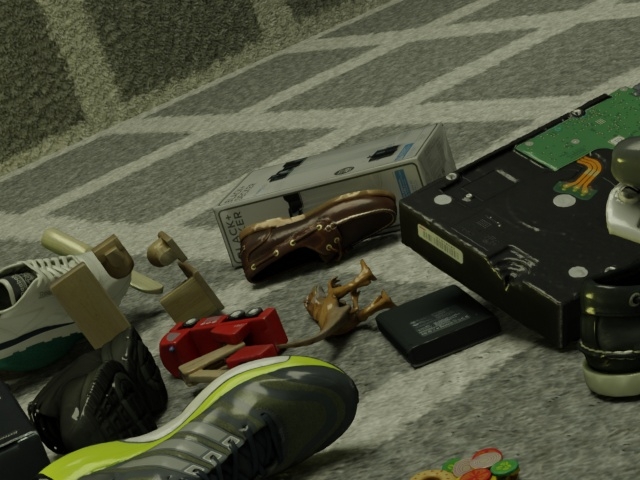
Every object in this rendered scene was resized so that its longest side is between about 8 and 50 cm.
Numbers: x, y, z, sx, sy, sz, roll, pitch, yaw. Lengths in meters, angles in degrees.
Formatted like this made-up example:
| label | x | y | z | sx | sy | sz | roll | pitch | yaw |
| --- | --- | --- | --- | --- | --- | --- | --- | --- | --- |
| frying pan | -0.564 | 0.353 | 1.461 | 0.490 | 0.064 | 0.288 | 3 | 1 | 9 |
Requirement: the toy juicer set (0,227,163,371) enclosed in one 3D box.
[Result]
| label | x | y | z | sx | sy | sz | roll | pitch | yaw |
| --- | --- | --- | --- | --- | --- | --- | --- | --- | --- |
| toy juicer set | -0.387 | 0.087 | 1.928 | 0.329 | 0.089 | 0.209 | -24 | 47 | -25 |

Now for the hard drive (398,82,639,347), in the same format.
| label | x | y | z | sx | sy | sz | roll | pitch | yaw |
| --- | --- | --- | --- | --- | --- | --- | --- | --- | --- |
| hard drive | 0.279 | -0.037 | 1.518 | 0.339 | 0.064 | 0.237 | -29 | 41 | -27 |

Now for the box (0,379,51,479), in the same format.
| label | x | y | z | sx | sy | sz | roll | pitch | yaw |
| --- | --- | --- | --- | --- | --- | --- | --- | --- | --- |
| box | -0.329 | 0.226 | 1.411 | 0.153 | 0.108 | 0.207 | -23 | 16 | -14 |

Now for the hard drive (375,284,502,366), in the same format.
| label | x | y | z | sx | sy | sz | roll | pitch | yaw |
| --- | --- | --- | --- | --- | --- | --- | --- | --- | --- |
| hard drive | 0.115 | 0.083 | 1.528 | 0.094 | 0.022 | 0.135 | -21 | 16 | -7 |

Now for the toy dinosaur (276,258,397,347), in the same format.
| label | x | y | z | sx | sy | sz | roll | pitch | yaw |
| --- | --- | --- | --- | --- | --- | --- | --- | --- | --- |
| toy dinosaur | 0.019 | 0.081 | 1.614 | 0.112 | 0.064 | 0.211 | -37 | 5 | 5 |

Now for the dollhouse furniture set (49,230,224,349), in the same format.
| label | x | y | z | sx | sy | sz | roll | pitch | yaw |
| --- | --- | --- | --- | --- | --- | --- | --- | --- | --- |
| dollhouse furniture set | -0.227 | 0.061 | 1.843 | 0.151 | 0.144 | 0.123 | -37 | 13 | -7 |

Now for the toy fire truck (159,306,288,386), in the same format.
| label | x | y | z | sx | sy | sz | roll | pitch | yaw |
| --- | --- | --- | --- | --- | --- | --- | --- | --- | --- |
| toy fire truck | -0.104 | 0.122 | 1.611 | 0.192 | 0.047 | 0.135 | -10 | 19 | 32 |

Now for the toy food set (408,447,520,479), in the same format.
| label | x | y | z | sx | sy | sz | roll | pitch | yaw |
| --- | --- | --- | --- | --- | --- | --- | --- | --- | --- |
| toy food set | 0.113 | 0.186 | 1.178 | 0.083 | 0.020 | 0.083 | -26 | 16 | -23 |

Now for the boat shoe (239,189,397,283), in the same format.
| label | x | y | z | sx | sy | sz | roll | pitch | yaw |
| --- | --- | --- | --- | --- | --- | --- | --- | --- | --- |
| boat shoe | 0.000 | 0.000 | 1.887 | 0.207 | 0.073 | 0.073 | -19 | 53 | 12 |

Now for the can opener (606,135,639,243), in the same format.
| label | x | y | z | sx | sy | sz | roll | pitch | yaw |
| --- | --- | --- | --- | --- | --- | --- | --- | --- | --- |
| can opener | 0.357 | -0.007 | 1.192 | 0.283 | 0.095 | 0.076 | 19 | 57 | 24 |

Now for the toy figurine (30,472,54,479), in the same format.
| label | x | y | z | sx | sy | sz | roll | pitch | yaw |
| --- | --- | --- | --- | --- | --- | --- | --- | --- | --- |
| toy figurine | -0.156 | 0.253 | 0.919 | 0.210 | 0.213 | 0.148 | -2 | 10 | 35 |

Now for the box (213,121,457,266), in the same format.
| label | x | y | z | sx | sy | sz | roll | pitch | yaw |
| --- | --- | --- | --- | --- | --- | --- | --- | --- | --- |
| box | 0.023 | -0.060 | 2.011 | 0.290 | 0.087 | 0.169 | -13 | 16 | 22 |

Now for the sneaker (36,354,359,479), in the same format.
| label | x | y | z | sx | sy | sz | roll | pitch | yaw |
| --- | --- | --- | --- | --- | --- | --- | --- | --- | --- |
| sneaker | -0.094 | 0.199 | 1.269 | 0.300 | 0.111 | 0.121 | -28 | 27 | -11 |

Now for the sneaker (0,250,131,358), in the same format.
| label | x | y | z | sx | sy | sz | roll | pitch | yaw |
| --- | --- | --- | --- | --- | --- | --- | --- | --- | --- |
| sneaker | -0.325 | 0.060 | 1.823 | 0.235 | 0.094 | 0.090 | -28 | 51 | -32 |

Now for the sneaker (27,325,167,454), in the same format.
| label | x | y | z | sx | sy | sz | roll | pitch | yaw |
| --- | --- | --- | --- | --- | --- | --- | --- | --- | --- |
| sneaker | -0.229 | 0.175 | 1.515 | 0.130 | 0.109 | 0.286 | -25 | 6 | 3 |

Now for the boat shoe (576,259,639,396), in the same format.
| label | x | y | z | sx | sy | sz | roll | pitch | yaw |
| --- | --- | --- | --- | --- | --- | --- | --- | --- | --- |
| boat shoe | 0.359 | 0.013 | 1.302 | 0.340 | 0.113 | 0.127 | -23 | 16 | -13 |
